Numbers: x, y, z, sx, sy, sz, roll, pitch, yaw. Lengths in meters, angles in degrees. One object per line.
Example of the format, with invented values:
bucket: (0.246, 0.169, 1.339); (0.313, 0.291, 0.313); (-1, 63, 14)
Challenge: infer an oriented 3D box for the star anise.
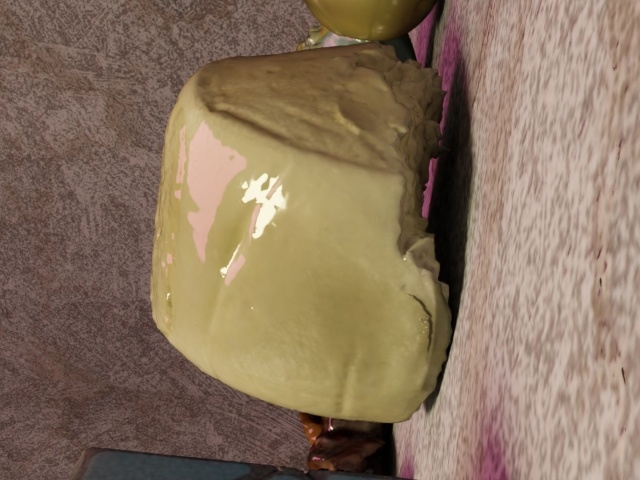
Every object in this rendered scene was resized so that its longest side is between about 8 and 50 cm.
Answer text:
star anise: (0.028, 0.237, 1.055); (0.292, 0.108, 0.350); (103, 175, -50)

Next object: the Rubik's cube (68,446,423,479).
Rubik's cube: (-0.026, 0.233, 0.363); (0.205, 0.205, 0.208); (-84, -1, -67)

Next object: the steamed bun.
steamed bun: (0.000, 0.000, 0.719); (0.272, 0.273, 0.291); (-120, 29, -63)

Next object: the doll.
doll: (0.050, -0.251, 0.980); (0.177, 0.161, 0.261); (-86, 1, -52)

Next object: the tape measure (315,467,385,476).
tape measure: (0.018, 0.311, 0.797); (0.181, 0.107, 0.182); (103, 174, -67)
